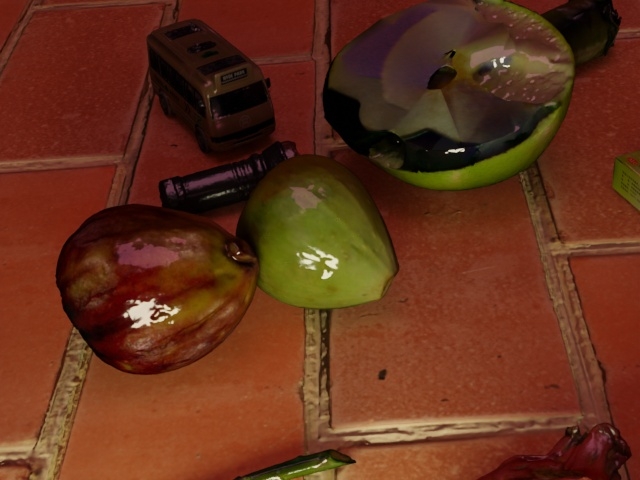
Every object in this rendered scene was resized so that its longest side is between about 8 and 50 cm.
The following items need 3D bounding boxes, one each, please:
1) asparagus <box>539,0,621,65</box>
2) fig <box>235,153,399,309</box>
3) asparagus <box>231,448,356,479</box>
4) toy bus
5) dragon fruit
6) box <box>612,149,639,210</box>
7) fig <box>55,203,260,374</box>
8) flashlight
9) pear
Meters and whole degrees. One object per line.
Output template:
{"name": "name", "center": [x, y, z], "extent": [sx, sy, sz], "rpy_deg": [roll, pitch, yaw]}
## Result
{"name": "asparagus", "center": [0.393, -0.344, 1.897], "extent": [0.382, 0.128, 0.108], "rpy_deg": [-28, 7, -25]}
{"name": "fig", "center": [-0.010, 0.003, 1.440], "extent": [0.207, 0.207, 0.230], "rpy_deg": [-21, 72, -19]}
{"name": "asparagus", "center": [-0.072, 0.279, 1.207], "extent": [0.236, 0.027, 0.034], "rpy_deg": [-16, 27, -14]}
{"name": "toy bus", "center": [-0.197, -0.279, 1.856], "extent": [0.139, 0.157, 0.289], "rpy_deg": [-22, 39, -19]}
{"name": "dragon fruit", "center": [0.254, 0.270, 1.087], "extent": [0.262, 0.134, 0.211], "rpy_deg": [14, 38, 25]}
{"name": "box", "center": [0.576, -0.061, 1.538], "extent": [0.175, 0.062, 0.260], "rpy_deg": [-17, 39, -14]}
{"name": "fig", "center": [-0.215, 0.061, 1.374], "extent": [0.263, 0.224, 0.224], "rpy_deg": [10, 38, 1]}
{"name": "flashlight", "center": [-0.140, -0.088, 1.665], "extent": [0.232, 0.093, 0.093], "rpy_deg": [-17, 38, -4]}
{"name": "pear", "center": [0.216, -0.210, 1.681], "extent": [0.398, 0.165, 0.399], "rpy_deg": [-10, 45, 11]}
